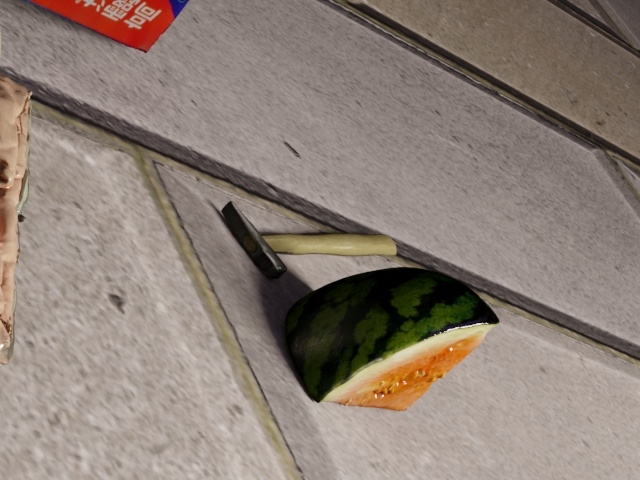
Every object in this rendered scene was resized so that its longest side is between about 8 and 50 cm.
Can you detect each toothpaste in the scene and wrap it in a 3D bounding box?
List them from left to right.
[{"bbox_3d":[-0.186,-0.193,1.167,0.076,0.066,0.320,43,11,19],"label":"toothpaste"}]

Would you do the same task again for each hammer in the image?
[{"bbox_3d":[0.000,0.000,1.282,0.062,0.013,0.199,51,22,19],"label":"hammer"}]

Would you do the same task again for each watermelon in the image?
[{"bbox_3d":[0.039,0.065,1.167,0.094,0.125,0.135,66,-10,-26],"label":"watermelon"}]

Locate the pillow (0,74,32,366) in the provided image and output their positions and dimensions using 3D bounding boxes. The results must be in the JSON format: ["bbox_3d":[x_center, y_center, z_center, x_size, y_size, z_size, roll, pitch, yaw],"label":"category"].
[{"bbox_3d":[-0.199,-0.027,0.868,0.126,0.043,0.232,10,35,-12],"label":"pillow"}]
